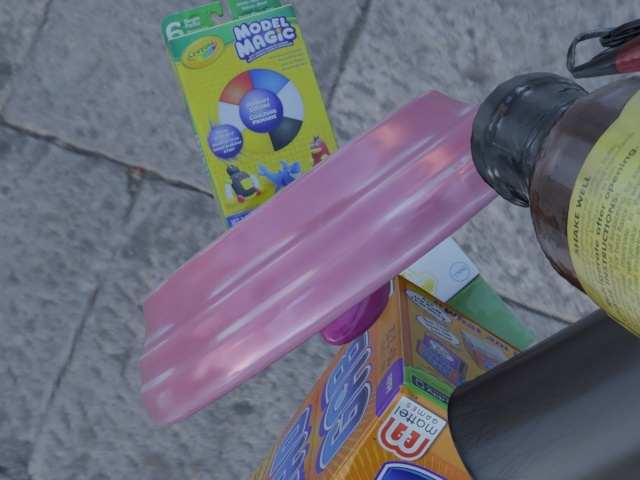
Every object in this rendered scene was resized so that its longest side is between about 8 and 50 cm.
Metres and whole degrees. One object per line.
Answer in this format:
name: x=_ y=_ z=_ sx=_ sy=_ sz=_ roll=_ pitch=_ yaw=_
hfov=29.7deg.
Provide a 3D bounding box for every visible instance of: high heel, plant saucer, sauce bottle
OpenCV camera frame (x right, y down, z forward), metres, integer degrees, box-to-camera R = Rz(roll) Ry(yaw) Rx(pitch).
high heel: x=0.047 y=-0.011 z=1.275 sx=0.082 sy=0.117 sz=0.244 roll=16 pitch=56 yaw=18
plant saucer: x=0.000 y=0.000 z=0.845 sx=0.332 sy=0.332 sz=0.084 roll=-36 pitch=90 yaw=6
sauce bottle: x=0.154 y=-0.010 z=0.492 sx=0.111 sy=0.344 sz=0.111 roll=-5 pitch=109 yaw=-15

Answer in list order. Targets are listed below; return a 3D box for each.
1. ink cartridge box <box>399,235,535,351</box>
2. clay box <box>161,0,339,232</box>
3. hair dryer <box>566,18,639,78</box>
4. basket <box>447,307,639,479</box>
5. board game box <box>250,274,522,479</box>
ink cartridge box: x=0.151 y=0.097 z=1.628 sx=0.171 sy=0.056 sz=0.235 roll=-40 pitch=80 yaw=5
clay box: x=-0.065 y=-0.131 z=1.167 sx=0.128 sy=0.053 sz=0.222 roll=-19 pitch=90 yaw=-9
hair dryer: x=0.315 y=-0.152 z=0.915 sx=0.224 sy=0.293 sz=0.080 roll=-41 pitch=109 yaw=17
basket: x=0.241 y=0.111 z=0.843 sx=0.204 sy=0.154 sz=0.227 roll=34 pitch=123 yaw=-21
board game box: x=0.140 y=0.321 z=1.423 sx=0.357 sy=0.356 sz=0.356 roll=32 pitch=106 yaw=-7
